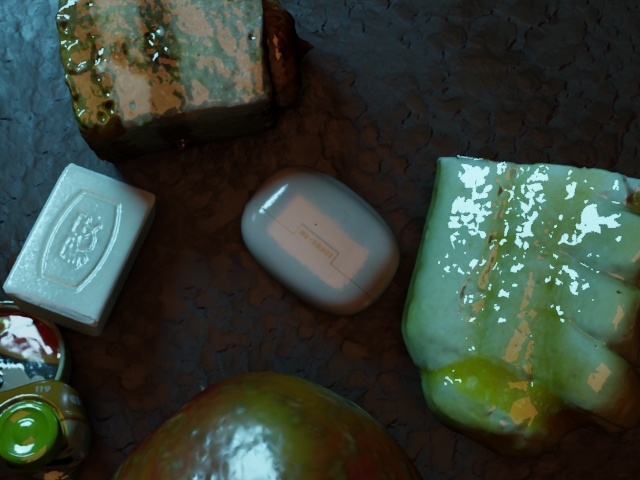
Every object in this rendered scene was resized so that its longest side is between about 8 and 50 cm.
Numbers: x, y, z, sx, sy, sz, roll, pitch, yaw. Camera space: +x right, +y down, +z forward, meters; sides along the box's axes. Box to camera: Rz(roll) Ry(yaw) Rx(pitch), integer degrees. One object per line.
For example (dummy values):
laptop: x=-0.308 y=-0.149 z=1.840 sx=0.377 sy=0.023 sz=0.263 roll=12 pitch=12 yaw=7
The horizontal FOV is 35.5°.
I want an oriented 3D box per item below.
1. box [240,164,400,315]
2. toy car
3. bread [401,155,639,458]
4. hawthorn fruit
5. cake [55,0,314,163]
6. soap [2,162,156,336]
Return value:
box: x=0.000 y=0.000 z=1.224 sx=0.200 sy=0.088 sz=0.146 roll=38 pitch=86 yaw=3
toy car: x=-0.387 y=0.181 z=1.186 sx=0.235 sy=0.145 sz=0.235 roll=0 pitch=64 yaw=-1
bread: x=0.257 y=0.084 z=1.163 sx=0.300 sy=0.210 sz=0.341 roll=5 pitch=78 yaw=32
hawthorn fruit: x=-0.065 y=0.325 z=1.072 sx=0.403 sy=0.403 sz=0.402 roll=0 pitch=85 yaw=-2
cake: x=-0.148 y=-0.213 z=1.188 sx=0.293 sy=0.199 sz=0.196 roll=-9 pitch=83 yaw=-4
soap: x=-0.286 y=0.011 z=1.204 sx=0.121 sy=0.064 sz=0.183 roll=20 pitch=66 yaw=1
